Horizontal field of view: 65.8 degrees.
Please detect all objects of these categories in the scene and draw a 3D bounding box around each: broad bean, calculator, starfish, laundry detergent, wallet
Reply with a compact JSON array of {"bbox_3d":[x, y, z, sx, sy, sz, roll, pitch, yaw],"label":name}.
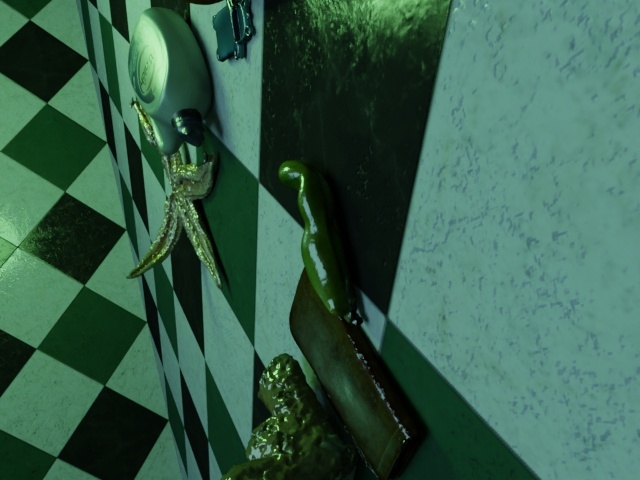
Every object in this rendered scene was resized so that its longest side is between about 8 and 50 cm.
[{"bbox_3d":[0.000,0.000,0.570,0.070,0.048,0.214,-36,70,54],"label":"broad bean"},{"bbox_3d":[-0.132,-0.315,0.738,0.141,0.019,0.094,11,111,60],"label":"calculator"},{"bbox_3d":[-0.334,-0.096,1.104,0.383,0.132,0.398,26,107,47],"label":"starfish"},{"bbox_3d":[-0.284,-0.278,0.944,0.215,0.105,0.281,-49,57,43],"label":"laundry detergent"},{"bbox_3d":[0.027,0.155,0.598,0.255,0.031,0.137,57,147,38],"label":"wallet"}]

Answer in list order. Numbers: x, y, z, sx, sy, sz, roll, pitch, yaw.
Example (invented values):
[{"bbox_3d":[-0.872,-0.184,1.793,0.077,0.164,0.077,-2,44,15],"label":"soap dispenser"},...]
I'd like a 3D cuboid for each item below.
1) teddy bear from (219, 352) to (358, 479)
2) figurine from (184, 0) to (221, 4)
[{"bbox_3d":[-0.047,0.325,0.678,0.267,0.156,0.256,-71,-3,-49],"label":"teddy bear"},{"bbox_3d":[-0.160,-0.367,0.597,0.263,0.189,0.142,-122,33,-65],"label":"figurine"}]
